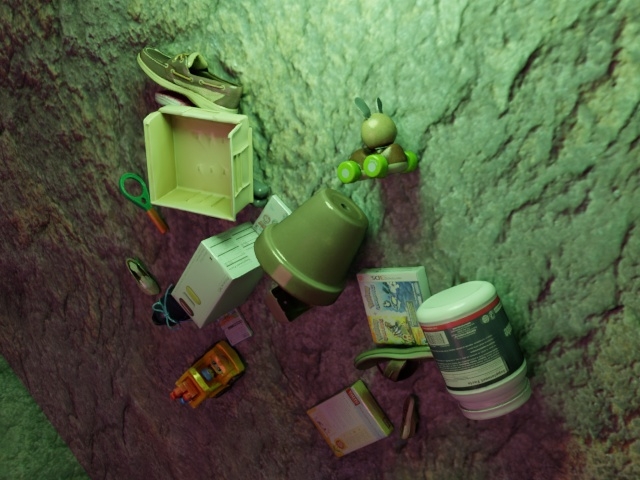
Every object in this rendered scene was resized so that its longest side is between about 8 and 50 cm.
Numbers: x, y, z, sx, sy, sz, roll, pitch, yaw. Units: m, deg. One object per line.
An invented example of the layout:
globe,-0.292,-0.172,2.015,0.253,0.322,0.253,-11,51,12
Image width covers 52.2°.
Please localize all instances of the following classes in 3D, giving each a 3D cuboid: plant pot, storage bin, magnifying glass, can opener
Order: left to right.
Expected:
magnifying glass,-0.581,-0.121,2.157,0.026,0.092,0.231,-30,100,39
storage bin,-0.325,-0.215,1.765,0.263,0.123,0.260,12,119,19
can opener,-0.281,-0.175,1.877,0.284,0.095,0.075,31,126,25
plant pot,-0.097,0.177,1.887,0.109,0.109,0.096,59,146,2
plant pot,0.000,0.000,1.653,0.263,0.263,0.229,45,113,14

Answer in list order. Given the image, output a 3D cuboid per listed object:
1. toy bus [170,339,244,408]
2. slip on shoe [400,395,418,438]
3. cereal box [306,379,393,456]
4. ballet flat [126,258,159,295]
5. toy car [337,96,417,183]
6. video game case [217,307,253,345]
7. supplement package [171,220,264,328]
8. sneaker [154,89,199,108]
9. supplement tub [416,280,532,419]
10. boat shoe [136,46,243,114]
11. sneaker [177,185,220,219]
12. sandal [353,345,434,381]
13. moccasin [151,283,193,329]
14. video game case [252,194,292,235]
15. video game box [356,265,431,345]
toy bus,-0.390,0.458,2.166,0.149,0.211,0.220,52,130,10
slip on shoe,0.248,0.484,1.784,0.041,0.051,0.135,4,108,-6
cereal box,0.084,0.530,1.928,0.240,0.047,0.173,-39,83,41
ballet flat,-0.638,0.131,2.316,0.168,0.057,0.052,45,166,15
toy car,0.120,-0.236,1.502,0.149,0.155,0.188,-8,94,40
video game case,-0.296,0.256,2.133,0.119,0.015,0.166,-32,88,43
supplement package,-0.283,0.101,1.927,0.145,0.204,0.262,47,130,12
sneaker,-0.384,-0.355,1.876,0.252,0.103,0.111,33,125,24
supplement tub,0.352,0.247,1.492,0.191,0.191,0.272,-19,97,42
boat shoe,-0.355,-0.464,1.802,0.342,0.123,0.123,35,120,17
sneaker,-0.371,-0.157,1.982,0.083,0.118,0.222,-45,105,1
sandal,0.209,0.320,1.676,0.303,0.120,0.086,-12,74,40
moccasin,-0.477,0.235,2.132,0.137,0.117,0.342,52,154,4
video game case,-0.113,-0.029,1.858,0.157,0.019,0.143,48,131,12
video game box,0.199,0.169,1.679,0.187,0.048,0.205,-4,106,42
